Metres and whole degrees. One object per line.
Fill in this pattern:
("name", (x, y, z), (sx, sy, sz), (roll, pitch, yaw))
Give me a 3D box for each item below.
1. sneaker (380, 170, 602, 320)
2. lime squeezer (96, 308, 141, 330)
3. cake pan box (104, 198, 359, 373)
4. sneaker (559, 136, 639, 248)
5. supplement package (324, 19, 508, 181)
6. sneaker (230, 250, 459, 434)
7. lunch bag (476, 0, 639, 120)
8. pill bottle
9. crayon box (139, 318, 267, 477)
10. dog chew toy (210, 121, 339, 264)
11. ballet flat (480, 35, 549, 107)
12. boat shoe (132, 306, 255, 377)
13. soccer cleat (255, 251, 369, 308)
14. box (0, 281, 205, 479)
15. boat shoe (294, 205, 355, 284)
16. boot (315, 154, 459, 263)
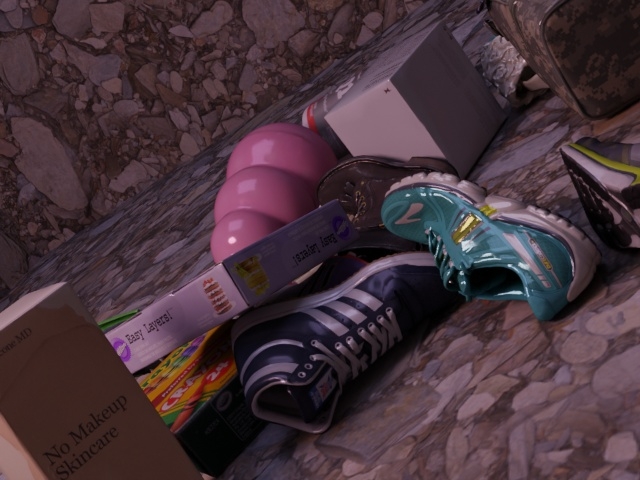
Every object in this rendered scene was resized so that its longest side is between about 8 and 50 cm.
("sneaker", (0.158, 0.004, 1.082), (0.275, 0.107, 0.110), (22, 69, 46))
("lime squeezer", (-0.517, 0.220, 2.162), (0.310, 0.059, 0.110), (-38, 15, -4))
("cake pan box", (-0.115, 0.060, 1.288), (0.267, 0.070, 0.245), (-31, -2, 38))
("sneaker", (0.335, -0.053, 0.994), (0.121, 0.111, 0.300), (-29, 20, -5))
("supplement package", (0.152, -0.195, 1.604), (0.149, 0.194, 0.203), (-23, 20, 44))
("sneaker", (0.037, 0.117, 1.149), (0.282, 0.099, 0.153), (-20, 36, 7))
("lunch bag", (0.385, -0.341, 1.380), (0.305, 0.212, 0.256), (-37, 31, 9))
("pill bottle", (0.121, -0.245, 1.882), (0.283, 0.161, 0.161), (-30, 17, 26))
("crayon box", (-0.157, 0.198, 1.369), (0.202, 0.081, 0.318), (-45, 16, -24))
("dog chew toy", (-0.088, -0.055, 1.757), (0.206, 0.206, 0.332), (-26, 28, 37))
("ballet flat", (0.434, -0.332, 1.563), (0.409, 0.147, 0.147), (-33, 16, 28))
("boat shoe", (-0.238, 0.170, 1.588), (0.306, 0.105, 0.113), (-30, -13, -5))
("soccer cleat", (-0.010, 0.086, 1.380), (0.248, 0.083, 0.095), (-22, 30, 51))
("box", (-0.257, 0.213, 1.088), (0.148, 0.311, 0.121), (-41, 15, -35))
("boat shoe", (0.000, 0.000, 1.646), (0.233, 0.084, 0.079), (-48, -19, -12))
("boot", (0.063, -0.029, 1.471), (0.263, 0.091, 0.229), (-6, 33, 36))
